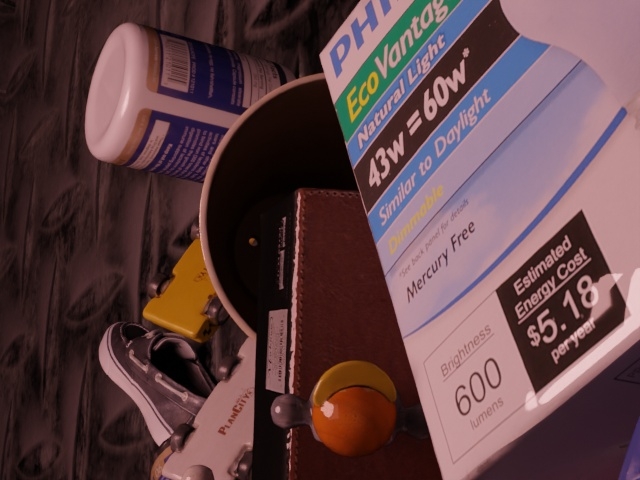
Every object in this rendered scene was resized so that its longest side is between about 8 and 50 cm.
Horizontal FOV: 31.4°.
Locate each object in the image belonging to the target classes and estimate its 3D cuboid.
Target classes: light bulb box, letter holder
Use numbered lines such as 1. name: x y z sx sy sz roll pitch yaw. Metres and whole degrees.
1. light bulb box: 0.211 -0.083 0.659 0.358 0.225 0.361 -50 40 35
2. letter holder: 0.066 0.125 0.848 0.152 0.214 0.302 155 118 -76

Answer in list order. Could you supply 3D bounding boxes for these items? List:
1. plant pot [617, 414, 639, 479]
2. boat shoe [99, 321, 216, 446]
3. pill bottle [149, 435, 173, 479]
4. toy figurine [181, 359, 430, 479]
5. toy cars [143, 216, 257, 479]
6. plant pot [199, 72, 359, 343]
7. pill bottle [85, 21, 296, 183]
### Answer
1. plant pot: 0.243 0.211 0.458 0.212 0.236 0.236 -65 24 3
2. boat shoe: -0.207 0.167 1.500 0.301 0.108 0.102 44 119 55
3. pill bottle: -0.110 0.317 1.244 0.123 0.123 0.219 -63 31 28
4. toy figurine: 0.013 0.195 0.669 0.213 0.209 0.148 -38 -5 -3
5. toy cars: -0.103 0.128 1.302 0.087 0.176 0.393 73 -178 -51
6. plant pot: 0.000 0.000 1.067 0.274 0.256 0.256 153 125 -76
7. pill bottle: -0.113 -0.136 1.261 0.153 0.265 0.153 -34 50 53
